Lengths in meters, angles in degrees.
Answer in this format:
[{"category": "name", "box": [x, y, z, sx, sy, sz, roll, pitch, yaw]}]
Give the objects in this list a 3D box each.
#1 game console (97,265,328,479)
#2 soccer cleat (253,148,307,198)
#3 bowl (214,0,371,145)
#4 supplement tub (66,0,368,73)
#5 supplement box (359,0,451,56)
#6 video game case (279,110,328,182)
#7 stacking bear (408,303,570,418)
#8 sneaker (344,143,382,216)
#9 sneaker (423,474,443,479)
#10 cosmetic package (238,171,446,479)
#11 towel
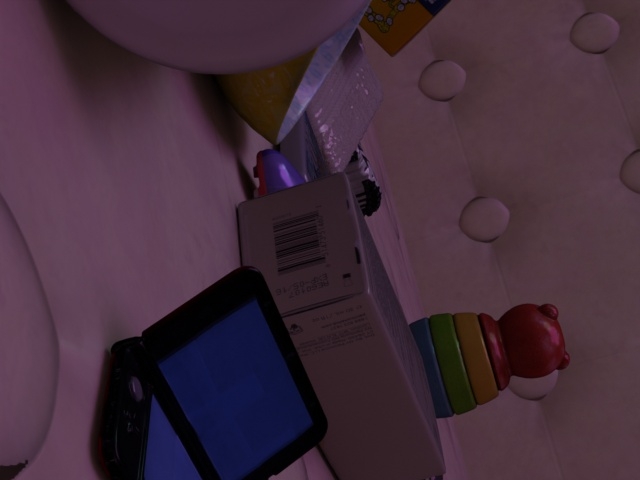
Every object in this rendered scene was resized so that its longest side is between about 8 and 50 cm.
[{"category": "game console", "box": [-0.050, 0.110, 0.591, 0.124, 0.085, 0.144, -96, 166, -55]}, {"category": "soccer cleat", "box": [0.000, 0.000, 1.142, 0.083, 0.095, 0.248, -95, 166, -56]}, {"category": "bowl", "box": [-0.038, -0.256, 1.074, 0.156, 0.289, 0.289, 30, 11, 0]}, {"category": "supplement tub", "box": [-0.054, -0.246, 0.759, 0.325, 0.235, 0.235, -76, 148, -76]}, {"category": "supplement box", "box": [0.049, -0.486, 1.645, 0.356, 0.195, 0.194, 42, 18, -15]}, {"category": "video game case", "box": [0.013, 0.003, 1.380, 0.329, 0.036, 0.300, -95, 166, -69]}, {"category": "stacking bear", "box": [0.221, 0.174, 1.613, 0.164, 0.289, 0.175, -68, 141, -78]}, {"category": "sneaker", "box": [0.048, -0.132, 1.819, 0.234, 0.078, 0.106, 60, 18, -52]}, {"category": "sneaker", "box": [0.159, 0.375, 1.632, 0.065, 0.061, 0.158, -72, 145, -65]}, {"category": "cosmetic package", "box": [0.026, 0.101, 1.058, 0.160, 0.113, 0.309, -99, 170, -45]}, {"category": "towel", "box": [0.023, -0.234, 1.654, 0.187, 0.049, 0.282, 64, 31, -28]}]
